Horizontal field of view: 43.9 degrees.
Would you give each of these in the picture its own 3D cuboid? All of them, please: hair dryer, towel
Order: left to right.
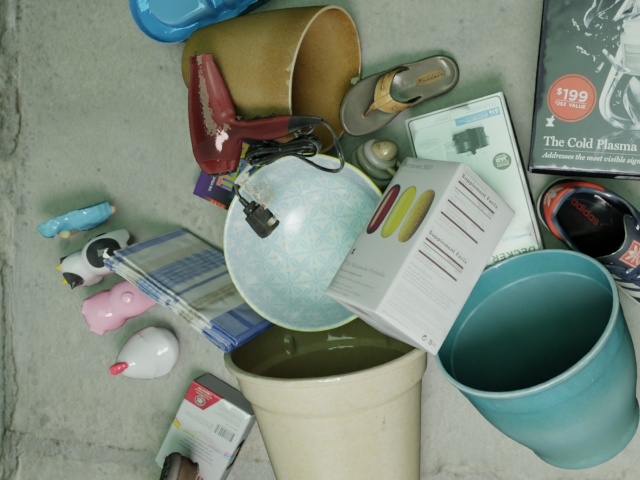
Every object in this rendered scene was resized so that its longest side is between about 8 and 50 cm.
[{"bbox_3d":[-0.201,0.077,1.356,0.285,0.209,0.034,31,118,19],"label":"towel"},{"bbox_3d":[-0.105,-0.171,1.222,0.293,0.080,0.223,47,119,4],"label":"hair dryer"}]

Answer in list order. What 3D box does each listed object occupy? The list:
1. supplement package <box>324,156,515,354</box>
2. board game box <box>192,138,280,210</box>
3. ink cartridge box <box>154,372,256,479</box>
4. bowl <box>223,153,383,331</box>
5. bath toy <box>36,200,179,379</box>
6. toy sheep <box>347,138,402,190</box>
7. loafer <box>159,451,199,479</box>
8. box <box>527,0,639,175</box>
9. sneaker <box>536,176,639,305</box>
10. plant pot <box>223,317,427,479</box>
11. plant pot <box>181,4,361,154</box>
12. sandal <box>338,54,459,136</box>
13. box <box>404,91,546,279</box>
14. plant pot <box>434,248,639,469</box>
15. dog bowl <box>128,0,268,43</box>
[{"bbox_3d":[0.144,0.017,1.155,0.134,0.139,0.244,37,78,-31],"label":"supplement package"},{"bbox_3d":[-0.132,-0.132,1.419,0.141,0.048,0.170,24,99,11],"label":"board game box"},{"bbox_3d":[-0.205,0.353,1.451,0.127,0.072,0.175,29,100,11],"label":"ink cartridge box"},{"bbox_3d":[0.000,0.000,1.332,0.290,0.156,0.289,1,93,17],"label":"bowl"},{"bbox_3d":[-0.389,0.106,1.462,0.151,0.129,0.348,-34,82,48],"label":"bath toy"},{"bbox_3d":[0.086,-0.122,1.343,0.091,0.091,0.132,49,128,8],"label":"toy sheep"},{"bbox_3d":[-0.224,0.504,1.398,0.130,0.133,0.365,7,131,1],"label":"loafer"},{"bbox_3d":[0.494,-0.245,1.176,0.343,0.179,0.312,5,93,15],"label":"box"},{"bbox_3d":[0.486,0.026,1.207,0.350,0.148,0.131,32,100,10],"label":"sneaker"},{"bbox_3d":[0.033,0.299,1.280,0.334,0.334,0.305,-5,102,15],"label":"plant pot"},{"bbox_3d":[-0.095,-0.284,1.327,0.254,0.237,0.237,15,97,27],"label":"plant pot"},{"bbox_3d":[0.131,-0.243,1.312,0.219,0.060,0.090,-21,99,0],"label":"sandal"},{"bbox_3d":[0.257,-0.078,1.296,0.169,0.087,0.289,-13,90,16],"label":"box"},{"bbox_3d":[0.345,0.198,1.182,0.272,0.271,0.255,-27,121,15],"label":"plant pot"},{"bbox_3d":[-0.194,-0.457,1.405,0.297,0.074,0.165,-24,87,14],"label":"dog bowl"}]
